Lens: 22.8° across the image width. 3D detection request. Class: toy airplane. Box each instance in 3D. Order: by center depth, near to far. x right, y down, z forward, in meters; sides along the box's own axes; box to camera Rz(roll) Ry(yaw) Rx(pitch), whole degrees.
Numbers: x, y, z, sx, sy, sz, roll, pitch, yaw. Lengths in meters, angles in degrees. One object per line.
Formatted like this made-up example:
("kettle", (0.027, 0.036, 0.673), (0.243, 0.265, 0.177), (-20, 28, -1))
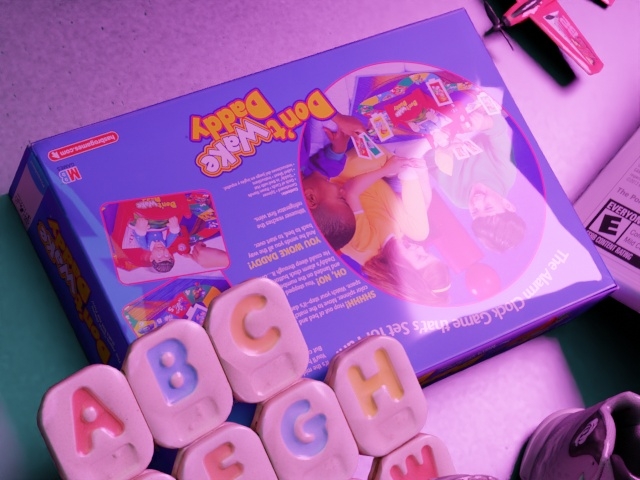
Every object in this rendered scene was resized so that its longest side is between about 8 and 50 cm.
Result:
("toy airplane", (0.184, -0.200, 1.260), (0.151, 0.028, 0.151), (9, 65, -19))

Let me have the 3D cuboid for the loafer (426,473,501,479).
("loafer", (0.093, 0.298, 0.925), (0.112, 0.111, 0.320), (-2, 85, -30))

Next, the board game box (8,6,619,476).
("board game box", (0.000, 0.000, 1.068), (0.347, 0.078, 0.233), (-20, 76, -28))

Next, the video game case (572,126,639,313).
("video game case", (0.370, -0.030, 1.098), (0.329, 0.036, 0.300), (32, 75, 38))

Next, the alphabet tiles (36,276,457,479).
("alphabet tiles", (-0.040, 0.177, 0.940), (0.284, 0.021, 0.278), (-28, 103, -26))

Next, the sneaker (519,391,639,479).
("sneaker", (0.163, 0.193, 1.015), (0.086, 0.132, 0.229), (24, 60, -10))
